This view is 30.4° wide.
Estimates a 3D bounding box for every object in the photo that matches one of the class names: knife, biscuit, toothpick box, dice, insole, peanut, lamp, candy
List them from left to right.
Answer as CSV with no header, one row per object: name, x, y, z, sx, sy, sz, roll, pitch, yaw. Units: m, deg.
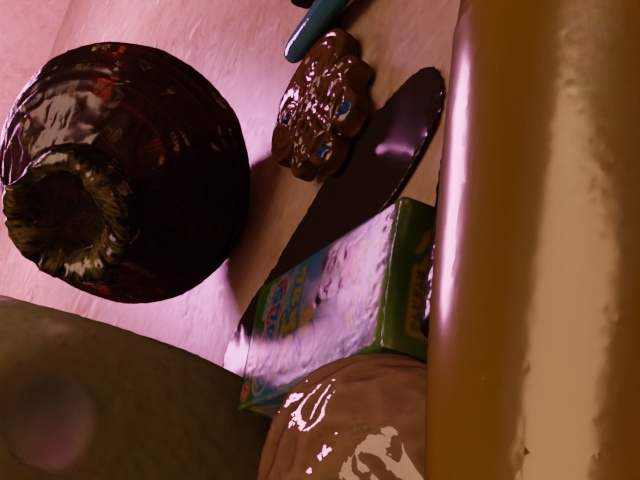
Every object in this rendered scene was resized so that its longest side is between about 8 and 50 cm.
dice,-0.195,0.186,0.845,0.252,0.254,0.250,-10,62,63
lamp,-0.178,-0.056,1.049,0.247,0.247,0.247,-48,30,41
biscuit,-0.003,-0.111,0.957,0.124,0.026,0.175,-63,21,12
insole,0.000,0.000,0.889,0.328,0.007,0.111,-55,24,30
peanut,0.015,0.170,0.577,0.197,0.110,0.233,8,76,67
candy,0.021,0.053,0.726,0.194,0.062,0.097,-33,42,56
knife,0.029,-0.219,0.982,0.222,0.031,0.064,-46,10,47
toothpick box,0.120,0.023,0.390,0.175,0.175,0.271,-25,52,59

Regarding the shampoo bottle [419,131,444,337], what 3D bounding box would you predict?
shampoo bottle,0.097,-0.044,0.645,0.057,0.063,0.208,136,146,-65

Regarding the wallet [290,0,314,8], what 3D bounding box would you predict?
wallet,0.023,-0.378,1.121,0.165,0.042,0.309,-43,34,49
